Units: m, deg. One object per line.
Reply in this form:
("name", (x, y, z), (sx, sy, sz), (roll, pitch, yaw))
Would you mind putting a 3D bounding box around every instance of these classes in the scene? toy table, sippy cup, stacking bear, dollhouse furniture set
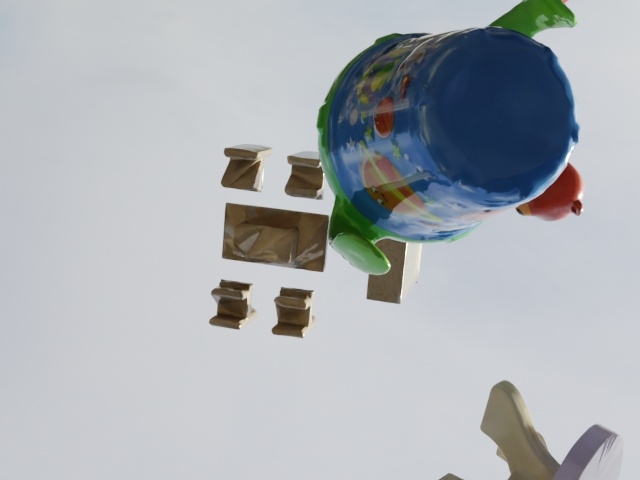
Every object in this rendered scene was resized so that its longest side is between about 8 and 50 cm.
("toy table", (0.253, 0.322, 1.260), (0.161, 0.274, 0.252), (28, -163, 34))
("sippy cup", (0.137, -0.113, 1.018), (0.240, 0.305, 0.224), (4, 178, -16))
("stacking bear", (0.325, -0.155, 1.637), (0.164, 0.289, 0.175), (-39, -163, -14))
("dollhouse furniture set", (0.000, 0.000, 2.083), (0.394, 0.362, 0.256), (8, -170, 13))

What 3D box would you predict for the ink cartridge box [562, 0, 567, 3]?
("ink cartridge box", (0.287, -0.349, 1.158), (0.109, 0.150, 0.063), (8, -129, -44))
